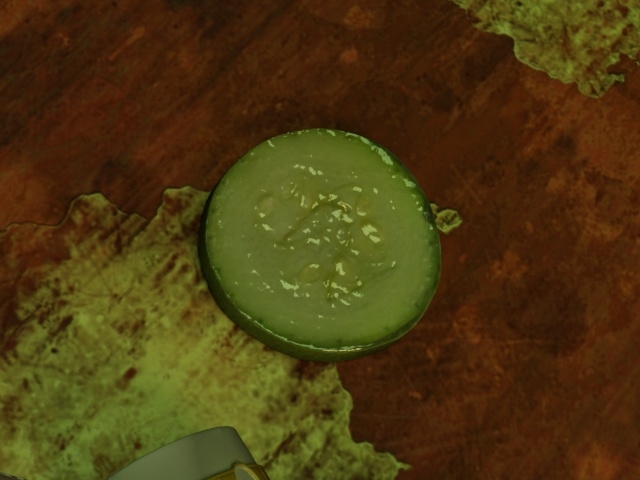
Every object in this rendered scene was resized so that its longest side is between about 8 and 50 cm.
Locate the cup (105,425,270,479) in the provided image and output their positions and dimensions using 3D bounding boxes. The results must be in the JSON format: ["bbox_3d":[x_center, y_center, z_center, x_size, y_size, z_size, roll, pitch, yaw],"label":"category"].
[{"bbox_3d":[-0.076,0.292,1.255,0.241,0.185,0.226,-5,62,-55],"label":"cup"}]

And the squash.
[{"bbox_3d":[0.000,0.000,1.437,0.252,0.049,0.252,6,69,-14],"label":"squash"}]

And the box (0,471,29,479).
[{"bbox_3d":[-0.289,0.314,1.098,0.190,0.297,0.225,19,66,-13],"label":"box"}]
